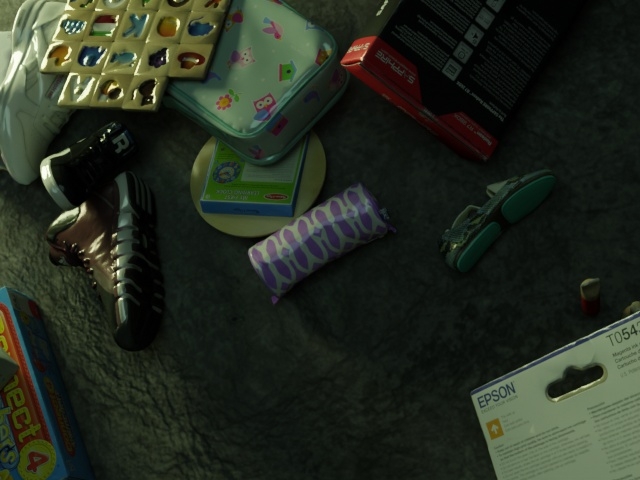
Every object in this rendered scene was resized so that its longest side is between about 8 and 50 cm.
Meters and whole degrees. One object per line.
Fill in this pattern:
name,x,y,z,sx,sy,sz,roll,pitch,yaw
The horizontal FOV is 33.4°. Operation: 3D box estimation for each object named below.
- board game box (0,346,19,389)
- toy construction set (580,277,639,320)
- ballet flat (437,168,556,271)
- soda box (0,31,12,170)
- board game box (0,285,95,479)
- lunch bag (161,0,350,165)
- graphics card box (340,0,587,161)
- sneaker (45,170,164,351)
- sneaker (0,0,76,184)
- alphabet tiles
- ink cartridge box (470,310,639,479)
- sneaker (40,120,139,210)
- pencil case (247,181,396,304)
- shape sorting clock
board game box,-0.605,0.214,1.480,0.224,0.097,0.303,39,85,24
toy construction set,0.459,0.072,1.242,0.308,0.237,0.258,0,73,16
ballet flat,0.231,-0.040,1.440,0.188,0.070,0.070,-42,67,-4
soda box,-0.524,-0.223,1.705,0.073,0.069,0.216,3,73,16
board game box,-0.516,0.271,1.535,0.301,0.086,0.308,-28,67,6
lunch bag,-0.115,-0.249,1.560,0.279,0.108,0.224,38,83,31
graphics card box,0.221,-0.323,1.450,0.232,0.094,0.371,34,84,-18
sneaker,-0.323,0.044,1.555,0.162,0.106,0.282,-15,59,16
sneaker,-0.418,-0.235,1.655,0.152,0.114,0.305,5,78,8
alphabet tiles,-0.265,-0.340,1.592,0.285,0.011,0.343,5,66,23
ink cartridge box,0.348,0.274,1.211,0.324,0.071,0.330,-35,61,43
sneaker,-0.329,-0.121,1.550,0.121,0.217,0.079,-31,109,7
pencil case,0.000,0.000,1.482,0.206,0.088,0.086,-29,28,5
shape sorting clock,-0.091,-0.096,1.557,0.206,0.040,0.206,-7,59,11
